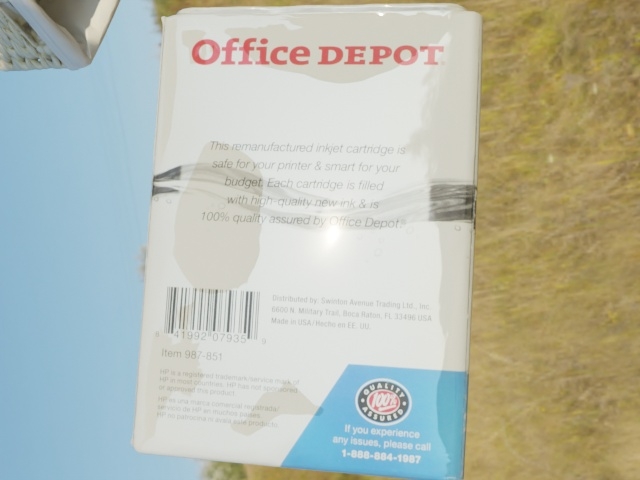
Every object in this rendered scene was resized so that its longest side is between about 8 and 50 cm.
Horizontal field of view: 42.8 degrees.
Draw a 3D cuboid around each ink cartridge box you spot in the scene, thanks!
[{"bbox_3d":[0.000,0.000,0.595,0.129,0.223,0.307,23,-110,-78],"label":"ink cartridge box"}]

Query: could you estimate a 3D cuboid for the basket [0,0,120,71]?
[{"bbox_3d":[-0.246,-0.240,0.714,0.113,0.103,0.167,54,-138,-48],"label":"basket"}]
